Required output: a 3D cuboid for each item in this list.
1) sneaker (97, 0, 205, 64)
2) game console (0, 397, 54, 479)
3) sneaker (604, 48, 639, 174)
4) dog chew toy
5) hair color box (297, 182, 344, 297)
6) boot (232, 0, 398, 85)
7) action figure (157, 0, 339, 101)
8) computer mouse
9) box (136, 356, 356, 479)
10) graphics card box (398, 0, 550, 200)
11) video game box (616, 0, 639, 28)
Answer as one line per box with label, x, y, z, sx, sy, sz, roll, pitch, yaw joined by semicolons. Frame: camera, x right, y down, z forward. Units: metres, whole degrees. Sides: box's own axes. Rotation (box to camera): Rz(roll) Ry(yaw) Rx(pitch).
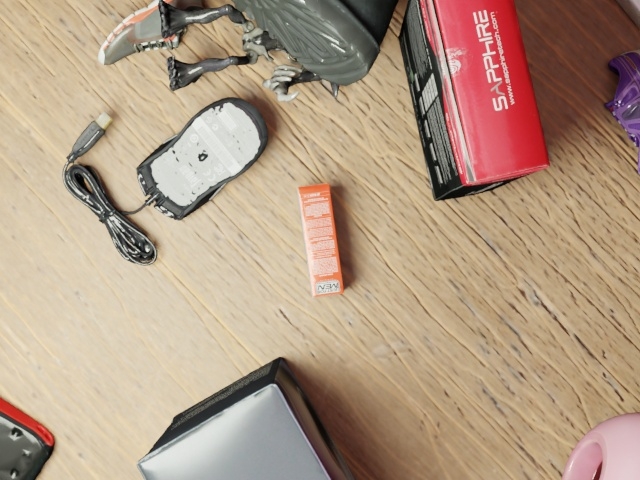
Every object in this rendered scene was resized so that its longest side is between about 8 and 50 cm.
sneaker;-0.215;-0.268;1.330;0.158;0.061;0.065;-38;96;0
game console;-0.584;0.326;1.330;0.342;0.060;0.386;33;90;-5
sneaker;0.408;-0.161;1.337;0.071;0.068;0.169;-9;81;15
dog chew toy;0.468;0.341;1.262;0.332;0.206;0.206;21;89;-8
hair color box;0.000;0.000;1.320;0.043;0.072;0.141;-7;90;0
boot;0.015;-0.460;1.164;0.367;0.146;0.445;42;67;-37
action figure;-0.056;-0.251;1.281;0.276;0.141;0.164;-8;98;-8
computer mouse;-0.203;-0.112;1.330;0.262;0.060;0.184;-44;94;11
box;-0.047;0.315;1.206;0.183;0.294;0.296;-30;90;0
graphics card box;0.162;-0.170;1.174;0.094;0.371;0.232;-13;88;0
video game box;0.504;-0.320;1.338;0.187;0.048;0.205;-39;90;1
